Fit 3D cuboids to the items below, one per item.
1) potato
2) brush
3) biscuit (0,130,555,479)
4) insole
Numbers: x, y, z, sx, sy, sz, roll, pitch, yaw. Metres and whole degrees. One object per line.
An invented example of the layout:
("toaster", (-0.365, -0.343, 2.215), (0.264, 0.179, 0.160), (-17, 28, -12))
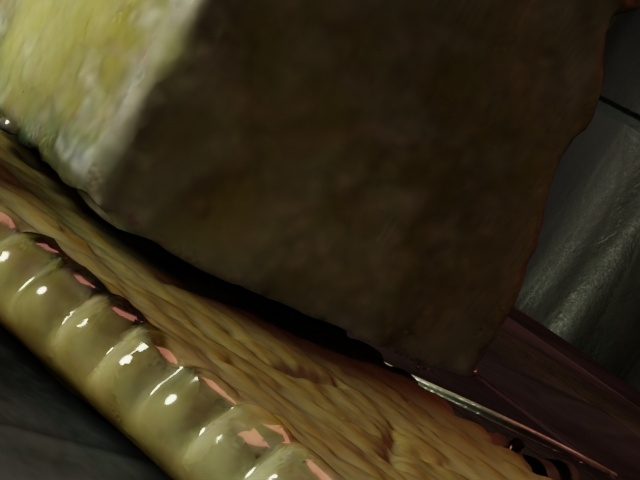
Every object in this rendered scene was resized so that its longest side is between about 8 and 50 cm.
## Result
("potato", (0.009, -0.109, 0.535), (0.211, 0.264, 0.189), (21, 20, -31))
("brush", (0.107, 0.118, 0.665), (0.039, 0.042, 0.299), (-7, -10, 18))
("biscuit", (-0.034, 0.042, 0.468), (0.325, 0.044, 0.217), (35, 6, 31))
("insole", (0.079, 0.091, 0.747), (0.193, 0.006, 0.065), (24, -5, 28))
